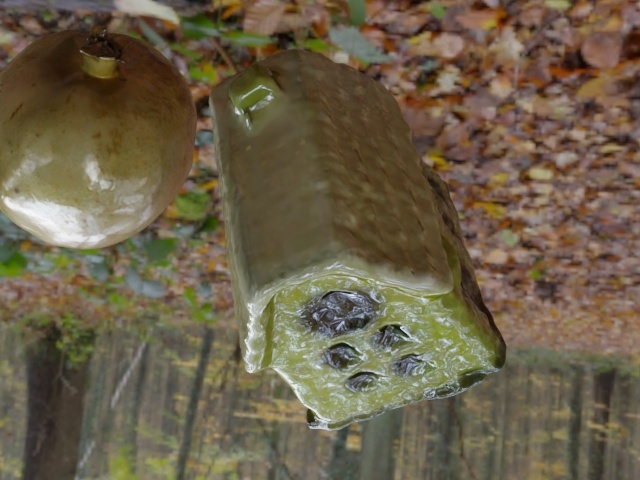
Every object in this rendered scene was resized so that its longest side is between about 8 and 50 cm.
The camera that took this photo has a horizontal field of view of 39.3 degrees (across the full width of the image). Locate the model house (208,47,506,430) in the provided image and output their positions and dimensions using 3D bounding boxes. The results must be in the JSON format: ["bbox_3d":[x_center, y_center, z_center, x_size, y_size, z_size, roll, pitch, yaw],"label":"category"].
[{"bbox_3d":[0.000,0.000,0.633,0.175,0.193,0.234,-24,144,19],"label":"model house"}]

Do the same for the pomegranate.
[{"bbox_3d":[-0.309,-0.147,1.216,0.320,0.319,0.319,6,173,1],"label":"pomegranate"}]
